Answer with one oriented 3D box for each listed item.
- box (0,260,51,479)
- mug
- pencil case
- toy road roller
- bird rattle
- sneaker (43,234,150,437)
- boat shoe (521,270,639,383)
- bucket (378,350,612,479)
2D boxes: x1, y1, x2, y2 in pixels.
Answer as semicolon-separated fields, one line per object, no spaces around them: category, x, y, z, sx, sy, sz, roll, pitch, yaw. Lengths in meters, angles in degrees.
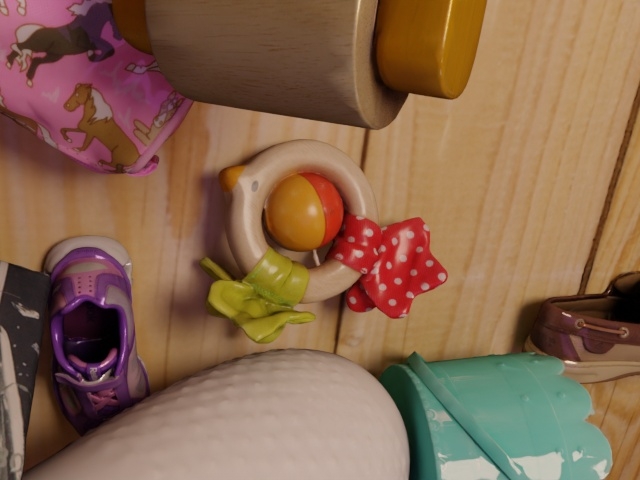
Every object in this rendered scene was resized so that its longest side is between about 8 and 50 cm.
box;-0.435;0.181;0.288;0.480;0.471;0.297;23;112;-30
mug;-0.046;0.293;0.573;0.328;0.276;0.374;-27;83;-46
pencil case;-0.254;-0.190;0.416;0.386;0.160;0.167;28;135;-29
toy road roller;0.029;-0.240;0.393;0.241;0.203;0.329;-13;115;-65
bird rattle;0.000;0.000;0.614;0.254;0.143;0.206;-17;100;-17
sneaker;-0.215;0.119;0.588;0.095;0.104;0.236;-8;115;-19
boat shoe;0.438;0.104;0.826;0.342;0.123;0.123;-3;114;-13
bucket;0.175;0.259;0.704;0.183;0.281;0.281;1;111;-12
